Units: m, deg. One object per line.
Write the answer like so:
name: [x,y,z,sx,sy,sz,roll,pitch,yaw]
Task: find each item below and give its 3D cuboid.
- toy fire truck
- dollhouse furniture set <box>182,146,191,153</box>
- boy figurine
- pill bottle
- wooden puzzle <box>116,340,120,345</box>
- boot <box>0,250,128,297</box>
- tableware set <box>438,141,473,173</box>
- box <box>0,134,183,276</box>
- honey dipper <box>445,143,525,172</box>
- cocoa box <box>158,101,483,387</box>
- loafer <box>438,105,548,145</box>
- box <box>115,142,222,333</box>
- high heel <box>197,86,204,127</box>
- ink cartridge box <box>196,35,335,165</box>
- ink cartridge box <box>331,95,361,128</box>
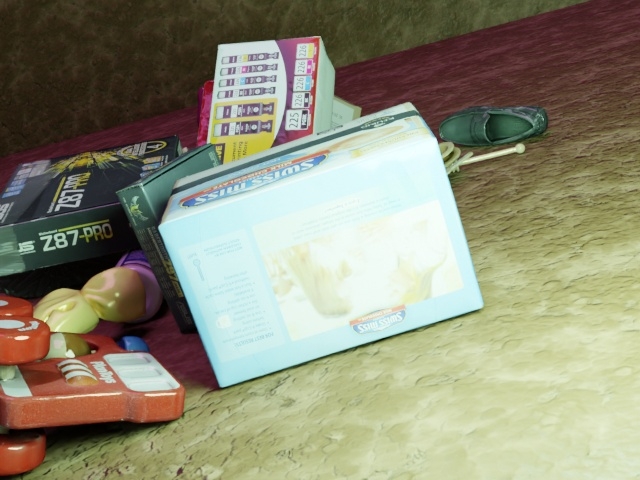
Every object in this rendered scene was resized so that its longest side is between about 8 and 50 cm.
toy fire truck: [-0.324,0.170,1.298,0.253,0.169,0.302,2,8,-24]
dollhouse furniture set: [-0.120,-0.116,2.176,0.303,0.174,0.355,-22,-12,10]
boy figurine: [-0.393,0.129,1.533,0.285,0.092,0.177,-28,13,-19]
pill bottle: [-0.289,0.062,1.674,0.094,0.094,0.169,-16,16,6]
wooden puzzle: [-0.348,0.170,1.527,0.116,0.014,0.078,-24,17,-22]
boot: [-0.459,-0.048,2.117,0.367,0.146,0.445,-4,23,11]
tableware set: [0.163,-0.122,1.827,0.194,0.039,0.128,-37,22,-19]
box: [-0.400,-0.073,1.831,0.318,0.097,0.395,-13,21,0]
honey dipper: [0.290,-0.151,1.872,0.160,0.030,0.030,-15,16,6]
cocoa box: [0.000,0.000,1.318,0.347,0.231,0.228,-18,17,3]
loafer: [0.322,-0.219,1.978,0.223,0.076,0.078,-2,14,34]
box: [-0.183,-0.006,1.534,0.059,0.233,0.183,-14,15,36]
high heel: [-0.214,-0.262,2.426,0.127,0.181,0.377,-22,2,-3]
ink cartridge box: [-0.125,-0.205,1.921,0.271,0.310,0.130,-3,-24,14]
ink cartridge box: [-0.055,-0.300,2.424,0.234,0.088,0.193,19,-12,-41]
